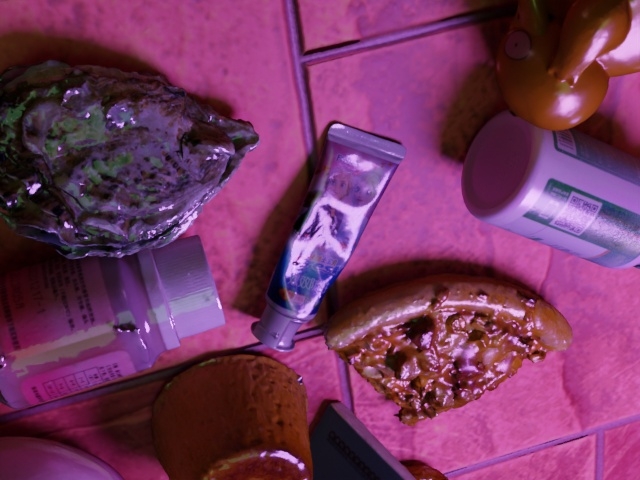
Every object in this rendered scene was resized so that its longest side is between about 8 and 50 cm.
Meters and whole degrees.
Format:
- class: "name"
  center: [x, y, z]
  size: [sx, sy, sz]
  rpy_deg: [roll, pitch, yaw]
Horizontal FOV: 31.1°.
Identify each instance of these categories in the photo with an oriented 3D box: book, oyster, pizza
- class: "book"
  center: [0.027, 0.426, 1.464]
  size: [0.031, 0.264, 0.379]
  rpy_deg: [-8, 131, -49]
- class: "oyster"
  center: [-0.208, -0.076, 1.127]
  size: [0.267, 0.112, 0.198]
  rpy_deg: [21, 94, -21]
- class: "pizza"
  center: [0.152, 0.142, 1.407]
  size: [0.335, 0.086, 0.226]
  rpy_deg: [2, 121, -22]

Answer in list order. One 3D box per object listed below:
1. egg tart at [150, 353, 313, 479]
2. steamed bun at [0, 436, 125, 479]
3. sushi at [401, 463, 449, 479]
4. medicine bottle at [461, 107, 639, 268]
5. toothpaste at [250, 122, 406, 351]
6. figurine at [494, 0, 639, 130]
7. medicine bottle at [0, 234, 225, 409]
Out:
- class: "egg tart"
  center: [-0.091, 0.248, 1.356]
  size: [0.202, 0.147, 0.202]
  rpy_deg: [-10, 125, -15]
- class: "steamed bun"
  center: [-0.320, 0.349, 1.290]
  size: [0.309, 0.309, 0.309]
  rpy_deg: [-9, 126, -13]
- class: "sushi"
  center: [0.111, 0.440, 1.549]
  size: [0.184, 0.139, 0.274]
  rpy_deg: [23, 103, -38]
- class: "medicine bottle"
  center: [0.301, -0.047, 1.295]
  size: [0.274, 0.133, 0.133]
  rpy_deg: [18, 116, -28]
- class: "toothpaste"
  center: [0.000, 0.000, 1.280]
  size: [0.096, 0.061, 0.266]
  rpy_deg: [17, 111, -27]
- class: "figurine"
  center: [0.277, -0.222, 1.137]
  size: [0.228, 0.215, 0.215]
  rpy_deg: [-15, 128, 8]
- class: "medicine bottle"
  center: [-0.229, 0.076, 1.192]
  size: [0.247, 0.147, 0.147]
  rpy_deg: [-17, 127, -8]
